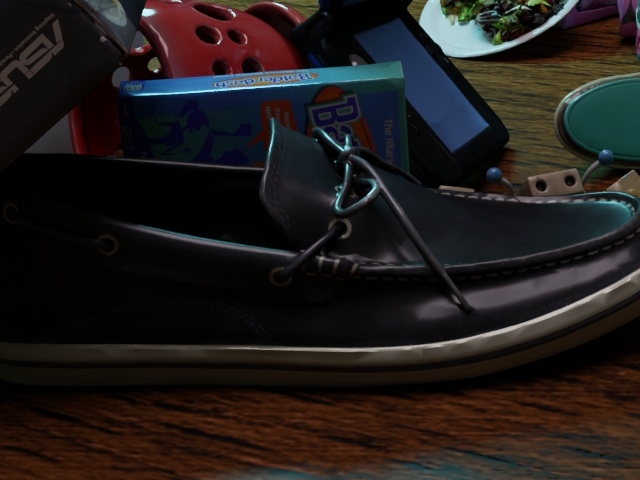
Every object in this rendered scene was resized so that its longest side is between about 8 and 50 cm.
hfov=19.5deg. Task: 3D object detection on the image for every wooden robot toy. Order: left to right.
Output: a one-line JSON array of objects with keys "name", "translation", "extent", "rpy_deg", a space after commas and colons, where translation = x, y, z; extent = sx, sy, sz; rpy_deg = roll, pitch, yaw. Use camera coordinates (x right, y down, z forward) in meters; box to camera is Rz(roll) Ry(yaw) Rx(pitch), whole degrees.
[{"name": "wooden robot toy", "translation": [0.166, -0.015, 1.433], "extent": [0.173, 0.076, 0.079], "rpy_deg": [-9, -14, -13]}]

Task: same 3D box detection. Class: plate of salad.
[{"name": "plate of salad", "translation": [0.195, -0.270, 2.002], "extent": [0.200, 0.048, 0.200], "rpy_deg": [-19, 36, 15]}]

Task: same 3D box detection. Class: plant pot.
[{"name": "plant pot", "translation": [-0.091, -0.103, 1.522], "extent": [0.174, 0.191, 0.191], "rpy_deg": [-7, 19, -35]}]

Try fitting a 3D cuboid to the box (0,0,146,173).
[{"name": "box", "translation": [-0.286, -0.074, 1.297], "extent": [0.395, 0.097, 0.318], "rpy_deg": [-41, 14, 13]}]

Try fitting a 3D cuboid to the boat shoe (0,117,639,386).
[{"name": "boat shoe", "translation": [0.000, 0.000, 1.267], "extent": [0.500, 0.156, 0.187], "rpy_deg": [-2, 19, 3]}]

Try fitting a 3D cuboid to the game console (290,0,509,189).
[{"name": "game console", "translation": [0.100, -0.198, 1.524], "extent": [0.173, 0.250, 0.293], "rpy_deg": [-41, -1, 20]}]

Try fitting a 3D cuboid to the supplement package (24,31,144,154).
[{"name": "supplement package", "translation": [-0.308, -0.202, 1.793], "extent": [0.198, 0.199, 0.262], "rpy_deg": [-15, 23, -24]}]

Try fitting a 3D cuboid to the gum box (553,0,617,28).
[{"name": "gum box", "translation": [0.256, -0.293, 2.117], "extent": [0.107, 0.062, 0.188], "rpy_deg": [-19, 26, -33]}]

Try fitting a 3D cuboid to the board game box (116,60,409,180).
[{"name": "board game box", "translation": [-0.038, -0.045, 1.383], "extent": [0.210, 0.160, 0.047], "rpy_deg": [-5, 21, 0]}]

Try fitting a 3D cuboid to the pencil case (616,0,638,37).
[{"name": "pencil case", "translation": [0.419, -0.260, 1.963], "extent": [0.209, 0.095, 0.098], "rpy_deg": [2, 56, 10]}]

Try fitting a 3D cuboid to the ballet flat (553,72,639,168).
[{"name": "ballet flat", "translation": [0.313, -0.107, 1.616], "extent": [0.248, 0.086, 0.086], "rpy_deg": [-7, 21, -11]}]

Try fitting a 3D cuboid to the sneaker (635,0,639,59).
[{"name": "sneaker", "translation": [0.444, -0.219, 1.817], "extent": [0.299, 0.112, 0.121], "rpy_deg": [10, 25, 31]}]
